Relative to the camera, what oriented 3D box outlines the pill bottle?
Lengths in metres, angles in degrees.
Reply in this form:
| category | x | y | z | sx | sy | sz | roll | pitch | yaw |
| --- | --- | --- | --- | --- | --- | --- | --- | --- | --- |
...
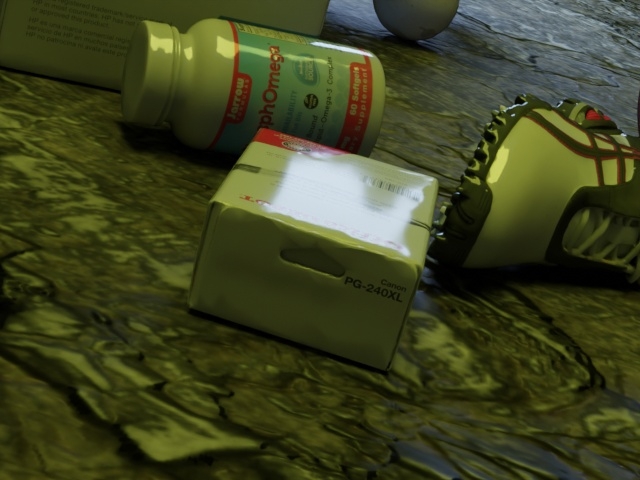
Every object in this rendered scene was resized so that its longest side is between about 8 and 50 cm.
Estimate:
| category | x | y | z | sx | sy | sz | roll | pitch | yaw |
| --- | --- | --- | --- | --- | --- | --- | --- | --- | --- |
| pill bottle | -0.045 | -0.097 | 0.983 | 0.160 | 0.087 | 0.087 | 8 | 21 | -21 |

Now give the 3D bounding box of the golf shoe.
| category | x | y | z | sx | sy | sz | roll | pitch | yaw |
| --- | --- | --- | --- | --- | --- | --- | --- | --- | --- |
| golf shoe | 0.163 | -0.027 | 0.946 | 0.120 | 0.105 | 0.273 | 33 | 25 | 21 |

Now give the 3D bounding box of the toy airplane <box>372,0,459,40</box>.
| category | x | y | z | sx | sy | sz | roll | pitch | yaw |
| --- | --- | --- | --- | --- | --- | --- | --- | --- | --- |
| toy airplane | 0.102 | -0.336 | 1.475 | 0.386 | 0.272 | 0.384 | -9 | -3 | -24 |

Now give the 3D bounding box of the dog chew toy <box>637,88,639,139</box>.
| category | x | y | z | sx | sy | sz | roll | pitch | yaw |
| --- | --- | --- | --- | --- | --- | --- | --- | --- | --- |
| dog chew toy | 0.348 | -0.054 | 1.040 | 0.207 | 0.206 | 0.332 | 12 | 29 | -13 |

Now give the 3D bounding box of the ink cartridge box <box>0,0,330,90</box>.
| category | x | y | z | sx | sy | sz | roll | pitch | yaw |
| --- | --- | --- | --- | --- | --- | --- | --- | --- | --- |
| ink cartridge box | -0.093 | -0.262 | 1.061 | 0.223 | 0.307 | 0.129 | 11 | 21 | -17 |

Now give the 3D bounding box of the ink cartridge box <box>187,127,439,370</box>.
| category | x | y | z | sx | sy | sz | roll | pitch | yaw |
| --- | --- | --- | --- | --- | --- | --- | --- | --- | --- |
| ink cartridge box | 0.000 | 0.000 | 0.794 | 0.109 | 0.063 | 0.150 | 17 | 20 | 2 |
